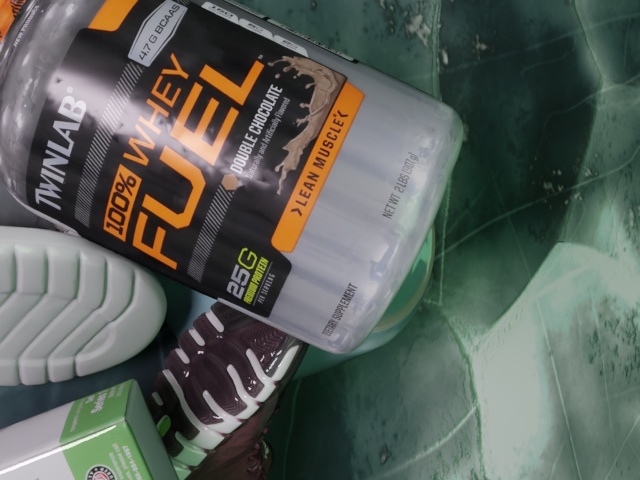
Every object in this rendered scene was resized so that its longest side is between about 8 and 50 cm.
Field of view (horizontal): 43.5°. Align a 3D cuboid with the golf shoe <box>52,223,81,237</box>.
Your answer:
[{"bbox_3d":[-0.169,-0.062,0.743,0.186,0.067,0.086,-42,124,-22],"label":"golf shoe"}]

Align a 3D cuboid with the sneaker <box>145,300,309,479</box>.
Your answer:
[{"bbox_3d":[-0.076,0.163,0.748,0.281,0.106,0.162,-48,140,13],"label":"sneaker"}]

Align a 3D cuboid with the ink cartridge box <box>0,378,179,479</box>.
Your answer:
[{"bbox_3d":[-0.219,0.225,0.611,0.220,0.092,0.160,-20,104,-5],"label":"ink cartridge box"}]

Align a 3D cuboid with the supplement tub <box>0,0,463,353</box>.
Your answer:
[{"bbox_3d":[-0.085,-0.073,0.597,0.338,0.207,0.207,25,70,-1],"label":"supplement tub"}]

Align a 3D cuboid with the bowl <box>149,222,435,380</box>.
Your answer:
[{"bbox_3d":[0.000,0.000,0.816,0.312,0.163,0.311,1,88,-41],"label":"bowl"}]

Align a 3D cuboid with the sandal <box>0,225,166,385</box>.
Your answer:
[{"bbox_3d":[-0.305,0.022,0.593,0.416,0.169,0.102,9,43,-39],"label":"sandal"}]
